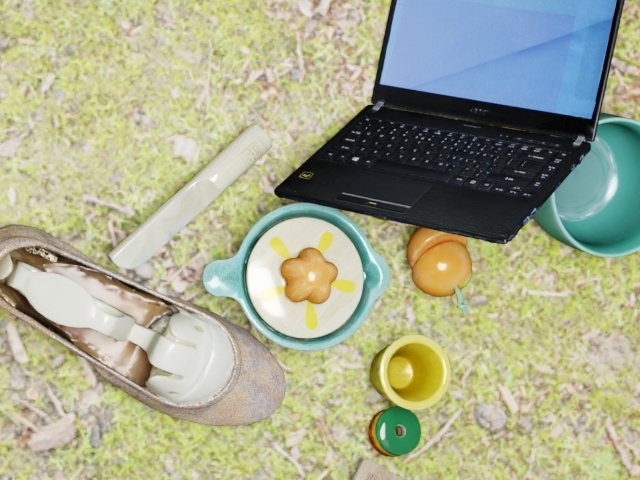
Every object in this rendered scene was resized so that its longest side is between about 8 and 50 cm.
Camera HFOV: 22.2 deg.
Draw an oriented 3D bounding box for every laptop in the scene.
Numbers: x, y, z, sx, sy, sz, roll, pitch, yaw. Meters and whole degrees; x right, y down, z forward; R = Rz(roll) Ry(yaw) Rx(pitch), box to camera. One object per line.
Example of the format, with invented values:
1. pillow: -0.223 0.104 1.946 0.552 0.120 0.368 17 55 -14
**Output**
1. laptop: 0.115 -0.137 1.437 0.264 0.234 0.136 -44 135 -42

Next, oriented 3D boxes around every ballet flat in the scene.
1. ballet flat: -0.172 0.086 1.474 0.316 0.106 0.107 25 87 -9

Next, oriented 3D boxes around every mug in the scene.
1. mug: 0.253 -0.069 1.529 0.129 0.097 0.158 -12 103 -14

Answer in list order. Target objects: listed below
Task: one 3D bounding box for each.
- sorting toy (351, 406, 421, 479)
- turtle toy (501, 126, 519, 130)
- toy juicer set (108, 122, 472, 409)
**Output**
1. sorting toy: 0.057 0.302 1.526 0.132 0.046 0.274 31 67 -16
2. turtle toy: 0.209 -0.162 1.544 0.130 0.066 0.095 -23 95 -7
3. toy juicer set: 0.000 0.000 1.492 0.329 0.089 0.209 28 78 -11
